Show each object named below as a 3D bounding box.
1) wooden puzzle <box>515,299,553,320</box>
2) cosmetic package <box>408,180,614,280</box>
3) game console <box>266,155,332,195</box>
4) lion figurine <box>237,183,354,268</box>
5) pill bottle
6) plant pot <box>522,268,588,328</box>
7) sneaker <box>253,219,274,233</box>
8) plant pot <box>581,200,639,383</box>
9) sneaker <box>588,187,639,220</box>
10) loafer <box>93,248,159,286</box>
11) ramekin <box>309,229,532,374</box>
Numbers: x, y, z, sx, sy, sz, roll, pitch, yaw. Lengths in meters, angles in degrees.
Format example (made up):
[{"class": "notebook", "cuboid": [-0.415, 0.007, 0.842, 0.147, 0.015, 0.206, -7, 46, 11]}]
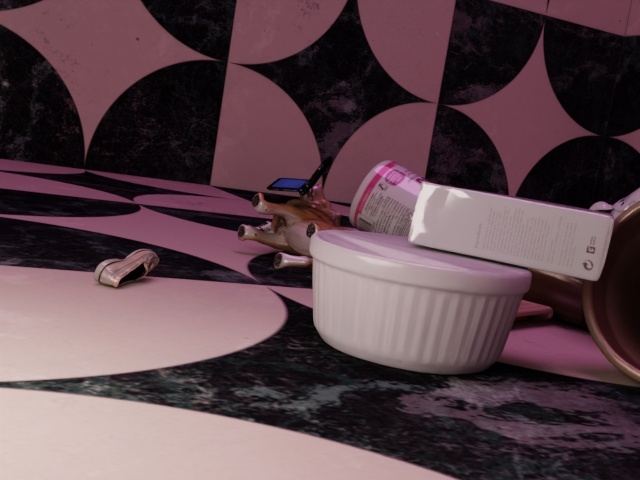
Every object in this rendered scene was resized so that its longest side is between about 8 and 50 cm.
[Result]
[{"class": "wooden puzzle", "cuboid": [0.229, 0.100, 1.319, 0.221, 0.044, 0.239, 14, 4, 41]}, {"class": "cosmetic package", "cuboid": [0.238, -0.016, 1.014, 0.231, 0.085, 0.117, 13, 7, 15]}, {"class": "game console", "cuboid": [-0.039, -0.135, 1.619, 0.071, 0.107, 0.122, 36, 18, -1]}, {"class": "lion figurine", "cuboid": [0.000, 0.000, 1.567, 0.240, 0.142, 0.392, 14, 17, -33]}, {"class": "pill bottle", "cuboid": [0.214, -0.031, 1.630, 0.283, 0.160, 0.160, 32, 15, 21]}, {"class": "plant pot", "cuboid": [0.408, 0.065, 1.393, 0.165, 0.166, 0.167, 26, 15, 38]}, {"class": "sneaker", "cuboid": [-0.133, -0.031, 1.933, 0.083, 0.036, 0.032, 2, 12, -40]}, {"class": "plant pot", "cuboid": [0.503, 0.088, 1.045, 0.263, 0.262, 0.229, 15, -9, 42]}, {"class": "sneaker", "cuboid": [0.569, 0.058, 1.249, 0.210, 0.365, 0.137, -25, 12, 43]}, {"class": "loafer", "cuboid": [-0.262, 0.044, 1.132, 0.039, 0.045, 0.125, 29, 20, 18]}, {"class": "ramekin", "cuboid": [0.112, 0.072, 0.996, 0.273, 0.127, 0.273, 10, 7, -1]}]
